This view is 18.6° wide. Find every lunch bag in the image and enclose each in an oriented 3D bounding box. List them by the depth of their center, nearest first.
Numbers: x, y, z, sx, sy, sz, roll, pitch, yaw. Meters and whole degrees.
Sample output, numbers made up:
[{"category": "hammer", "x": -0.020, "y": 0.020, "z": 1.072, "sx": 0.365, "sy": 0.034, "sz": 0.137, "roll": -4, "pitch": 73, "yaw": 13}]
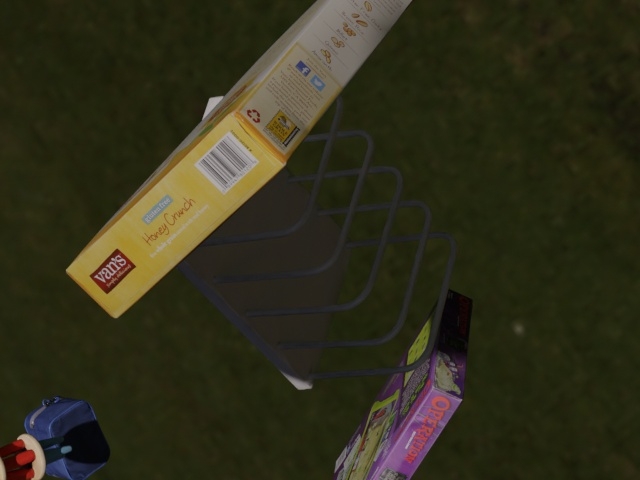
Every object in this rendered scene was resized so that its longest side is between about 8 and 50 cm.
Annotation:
[{"category": "lunch bag", "x": -0.298, "y": 0.227, "z": 2.259, "sx": 0.065, "sy": 0.067, "sz": 0.098, "roll": 1, "pitch": 116, "yaw": 49}]

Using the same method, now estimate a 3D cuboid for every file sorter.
[{"category": "file sorter", "x": 0.000, "y": 0.000, "z": 2.021, "sx": 0.173, "sy": 0.193, "sz": 0.277, "roll": -5, "pitch": 143, "yaw": 33}]

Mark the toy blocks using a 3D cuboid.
[{"category": "toy blocks", "x": -0.320, "y": 0.269, "z": 2.040, "sx": 0.054, "sy": 0.148, "sz": 0.123, "roll": -8, "pitch": 95, "yaw": 50}]

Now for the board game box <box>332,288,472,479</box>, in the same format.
[{"category": "board game box", "x": 0.096, "y": 0.248, "z": 2.512, "sx": 0.056, "sy": 0.208, "sz": 0.347, "roll": 26, "pitch": 126, "yaw": -5}]

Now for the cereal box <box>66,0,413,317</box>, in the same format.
[{"category": "cereal box", "x": -0.039, "y": -0.070, "z": 1.167, "sx": 0.047, "sy": 0.240, "sz": 0.173, "roll": 44, "pitch": 129, "yaw": -6}]
